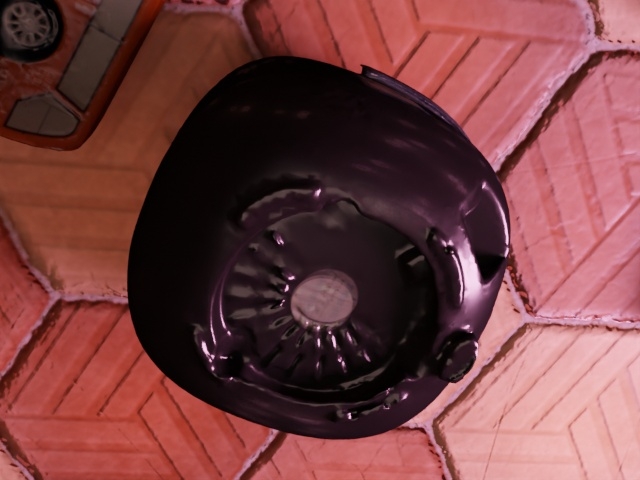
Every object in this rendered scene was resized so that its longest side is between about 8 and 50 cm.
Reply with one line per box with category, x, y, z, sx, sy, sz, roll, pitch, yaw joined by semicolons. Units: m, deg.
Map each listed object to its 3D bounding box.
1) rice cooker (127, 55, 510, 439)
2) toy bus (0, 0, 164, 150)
rice cooker;0.000;0.000;0.503;0.267;0.224;0.267;-2;112;-6
toy bus;-0.112;-0.241;0.464;0.092;0.093;0.409;29;109;-17
